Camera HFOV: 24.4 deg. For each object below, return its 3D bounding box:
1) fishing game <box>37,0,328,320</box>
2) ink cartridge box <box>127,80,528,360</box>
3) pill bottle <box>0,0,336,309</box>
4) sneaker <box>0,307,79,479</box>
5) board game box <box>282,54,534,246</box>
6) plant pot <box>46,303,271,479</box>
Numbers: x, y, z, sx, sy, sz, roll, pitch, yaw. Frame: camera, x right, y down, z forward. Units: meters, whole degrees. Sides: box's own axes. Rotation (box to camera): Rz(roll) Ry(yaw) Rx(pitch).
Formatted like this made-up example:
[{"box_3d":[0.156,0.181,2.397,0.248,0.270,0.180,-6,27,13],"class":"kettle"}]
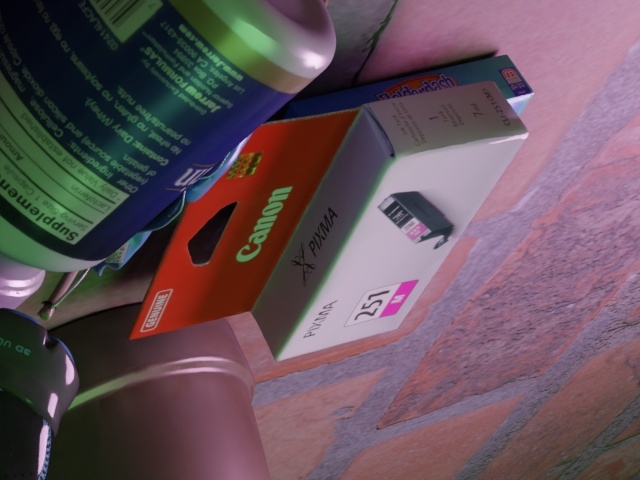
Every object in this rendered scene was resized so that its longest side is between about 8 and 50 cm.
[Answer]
[{"box_3d":[-0.096,-0.055,0.951,0.264,0.041,0.189,-39,-161,35],"class":"fishing game"},{"box_3d":[0.000,0.000,1.133,0.239,0.060,0.275,-14,151,-32],"class":"ink cartridge box"},{"box_3d":[-0.133,-0.078,0.825,0.264,0.153,0.153,-39,155,19],"class":"pill bottle"},{"box_3d":[-0.303,0.070,0.765,0.340,0.140,0.125,17,151,-7],"class":"sneaker"},{"box_3d":[0.051,-0.065,1.192,0.210,0.047,0.160,-15,151,-30],"class":"board game box"},{"box_3d":[-0.160,0.257,1.289,0.323,0.280,0.323,-26,157,-12],"class":"plant pot"}]
